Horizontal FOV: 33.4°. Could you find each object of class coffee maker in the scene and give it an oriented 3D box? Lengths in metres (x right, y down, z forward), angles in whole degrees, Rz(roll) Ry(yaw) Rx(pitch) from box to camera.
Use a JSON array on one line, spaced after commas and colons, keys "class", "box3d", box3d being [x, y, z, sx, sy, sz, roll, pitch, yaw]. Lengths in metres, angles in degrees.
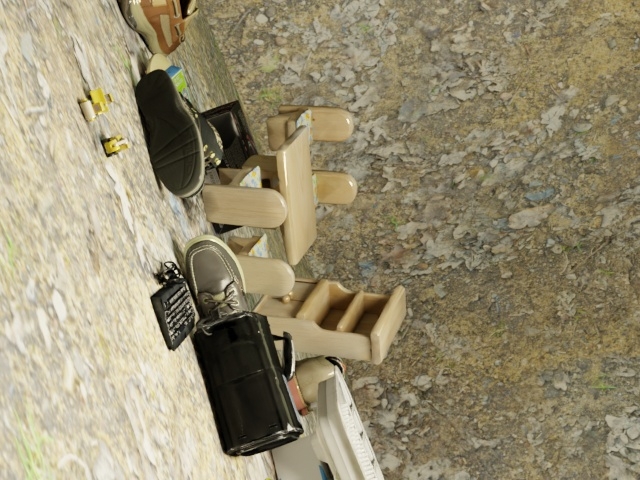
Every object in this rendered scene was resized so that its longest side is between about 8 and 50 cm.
[{"class": "coffee maker", "box3d": [-0.106, 0.198, 1.449, 0.171, 0.120, 0.178, 14, 52, -59]}]

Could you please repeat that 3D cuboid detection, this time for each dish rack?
[{"class": "dish rack", "box3d": [0.051, 0.378, 1.801, 0.333, 0.072, 0.285, -96, 165, -84]}]

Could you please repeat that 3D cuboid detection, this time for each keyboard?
[{"class": "keyboard", "box3d": [-0.180, 0.077, 1.380, 0.192, 0.038, 0.100, -90, 160, -84]}]

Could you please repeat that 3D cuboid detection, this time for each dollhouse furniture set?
[{"class": "dollhouse furniture set", "box3d": [0.000, 0.000, 1.908, 0.362, 0.256, 0.394, -55, 145, -56]}]

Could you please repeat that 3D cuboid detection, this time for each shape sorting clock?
[{"class": "shape sorting clock", "box3d": [-0.257, -0.223, 1.853, 0.206, 0.040, 0.206, -11, 90, -81]}]

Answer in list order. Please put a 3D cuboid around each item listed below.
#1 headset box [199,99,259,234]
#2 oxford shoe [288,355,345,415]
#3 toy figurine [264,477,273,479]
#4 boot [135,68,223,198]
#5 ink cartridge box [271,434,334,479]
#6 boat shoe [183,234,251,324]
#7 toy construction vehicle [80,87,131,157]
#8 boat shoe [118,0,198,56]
[{"class": "headset box", "box3d": [-0.182, -0.155, 2.133, 0.293, 0.110, 0.218, -94, 165, -78]}, {"class": "oxford shoe", "box3d": [-0.001, 0.307, 2.315, 0.348, 0.130, 0.123, 31, 40, -86]}, {"class": "toy figurine", "box3d": [0.018, 0.516, 1.473, 0.191, 0.217, 0.362, 17, 11, -35]}, {"class": "boot", "box3d": [-0.202, -0.142, 1.695, 0.178, 0.085, 0.236, 46, 19, -59]}, {"class": "ink cartridge box", "box3d": [-0.007, 0.441, 1.798, 0.190, 0.082, 0.139, 69, 2, -45]}, {"class": "boat shoe", "box3d": [-0.141, 0.094, 1.581, 0.073, 0.080, 0.223, -114, -173, -56]}, {"class": "toy construction vehicle", "box3d": [-0.262, -0.148, 1.322, 0.098, 0.035, 0.086, -85, 156, -83]}, {"class": "boat shoe", "box3d": [-0.280, -0.420, 1.952, 0.324, 0.120, 0.122, -2, 73, -87]}]
